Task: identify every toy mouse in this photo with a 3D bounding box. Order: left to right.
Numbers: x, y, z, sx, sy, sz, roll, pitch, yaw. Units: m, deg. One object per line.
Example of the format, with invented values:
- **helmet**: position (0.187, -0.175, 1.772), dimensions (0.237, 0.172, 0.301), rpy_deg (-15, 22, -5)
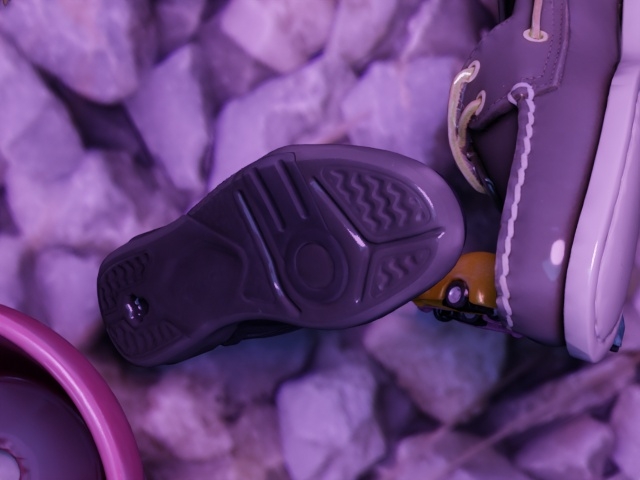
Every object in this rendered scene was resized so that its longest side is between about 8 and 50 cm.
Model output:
- **toy mouse**: position (0.106, 0.033, 0.657), dimensions (0.143, 0.161, 0.031), rpy_deg (18, 81, -37)

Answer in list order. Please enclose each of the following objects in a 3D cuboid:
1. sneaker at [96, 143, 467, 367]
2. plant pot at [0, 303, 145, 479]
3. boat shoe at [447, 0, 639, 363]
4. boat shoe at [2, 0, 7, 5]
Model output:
- **sneaker**: position (0.000, 0.000, 0.618), dimensions (0.130, 0.227, 0.087), rpy_deg (-21, 88, -44)
- **plant pot**: position (-0.176, 0.127, 0.609), dimensions (0.201, 0.180, 0.201), rpy_deg (0, 86, 1)
- **boat shoe**: position (0.109, -0.060, 0.594), dimensions (0.091, 0.305, 0.109), rpy_deg (6, 130, 14)
- **boat shoe**: position (-0.181, -0.177, 0.692), dimensions (0.048, 0.056, 0.153), rpy_deg (3, 79, 5)
